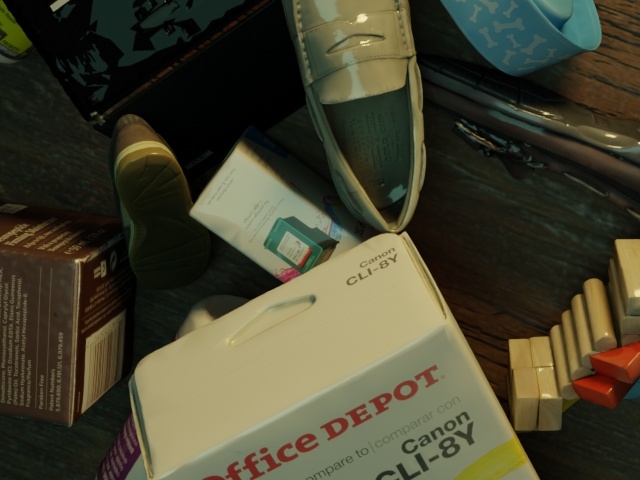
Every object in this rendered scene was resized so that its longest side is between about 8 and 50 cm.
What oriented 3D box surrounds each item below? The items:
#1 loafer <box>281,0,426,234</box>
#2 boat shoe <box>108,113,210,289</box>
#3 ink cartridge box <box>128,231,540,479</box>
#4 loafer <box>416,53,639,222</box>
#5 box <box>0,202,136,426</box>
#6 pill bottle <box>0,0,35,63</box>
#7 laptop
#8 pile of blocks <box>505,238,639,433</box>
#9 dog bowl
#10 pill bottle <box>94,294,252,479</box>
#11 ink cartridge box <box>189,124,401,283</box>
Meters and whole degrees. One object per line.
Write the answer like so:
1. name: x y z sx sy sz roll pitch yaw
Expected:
1. loafer: 0.035 -0.154 1.302 0.112 0.111 0.320 -17 119 -3
2. boat shoe: -0.153 -0.035 1.453 0.080 0.224 0.073 -14 57 -4
3. ink cartridge box: 0.044 0.228 1.348 0.279 0.160 0.385 -28 121 2
4. loafer: 0.210 -0.078 1.384 0.302 0.109 0.095 20 110 5
5. box: -0.300 0.064 1.498 0.203 0.168 0.167 8 105 10
6. pill bottle: -0.244 -0.267 1.436 0.215 0.117 0.117 -34 93 18
7. laptop: -0.124 -0.208 1.407 0.234 0.136 0.264 -33 96 17
8. pile of blocks: 0.299 0.080 1.361 0.149 0.113 0.362 28 123 -19
9. dog bowl: 0.128 -0.270 1.332 0.074 0.166 0.297 -34 94 29
10. pill bottle: -0.116 0.217 1.491 0.169 0.169 0.302 33 108 4
11. ink cartridge box: 0.000 0.000 1.423 0.231 0.134 0.078 36 104 -6
